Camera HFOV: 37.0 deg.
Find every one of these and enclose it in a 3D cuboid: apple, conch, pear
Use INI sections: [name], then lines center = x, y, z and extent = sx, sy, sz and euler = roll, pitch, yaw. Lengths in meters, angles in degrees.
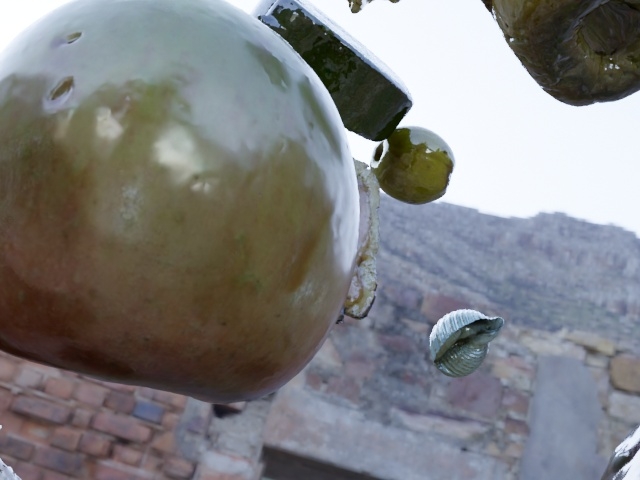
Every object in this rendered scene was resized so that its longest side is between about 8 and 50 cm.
[apple]
center = -0.137, -0.036, 0.776
extent = 0.338, 0.305, 0.338
euler = 11, -11, 2
[conch]
center = 0.254, 0.182, 1.762
extent = 0.135, 0.153, 0.102
euler = 7, 26, -45
[pear]
center = 0.178, -0.143, 1.810
extent = 0.162, 0.149, 0.149
euler = 18, -26, -8

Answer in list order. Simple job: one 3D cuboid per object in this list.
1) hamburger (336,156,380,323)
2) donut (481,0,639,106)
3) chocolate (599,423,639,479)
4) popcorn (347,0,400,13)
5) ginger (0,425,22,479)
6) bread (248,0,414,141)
[hamburger]
center = -0.004, 0.006, 0.961
extent = 0.087, 0.176, 0.102
euler = 16, -24, -37
[donut]
center = 0.290, -0.254, 1.001
extent = 0.208, 0.128, 0.261
euler = -34, -36, 26
[chocolate]
center = 0.185, 0.239, 0.422
extent = 0.225, 0.340, 0.210
euler = 19, 18, 33
[popcorn]
center = 0.088, -0.410, 1.343
extent = 0.170, 0.180, 0.180
euler = -10, -29, 2
[ginger]
center = -0.375, 0.196, 0.860
extent = 0.218, 0.123, 0.270
euler = -29, -71, 25
[bread]
center = -0.001, -0.326, 1.718
extent = 0.366, 0.129, 0.382
euler = 47, 14, 28
